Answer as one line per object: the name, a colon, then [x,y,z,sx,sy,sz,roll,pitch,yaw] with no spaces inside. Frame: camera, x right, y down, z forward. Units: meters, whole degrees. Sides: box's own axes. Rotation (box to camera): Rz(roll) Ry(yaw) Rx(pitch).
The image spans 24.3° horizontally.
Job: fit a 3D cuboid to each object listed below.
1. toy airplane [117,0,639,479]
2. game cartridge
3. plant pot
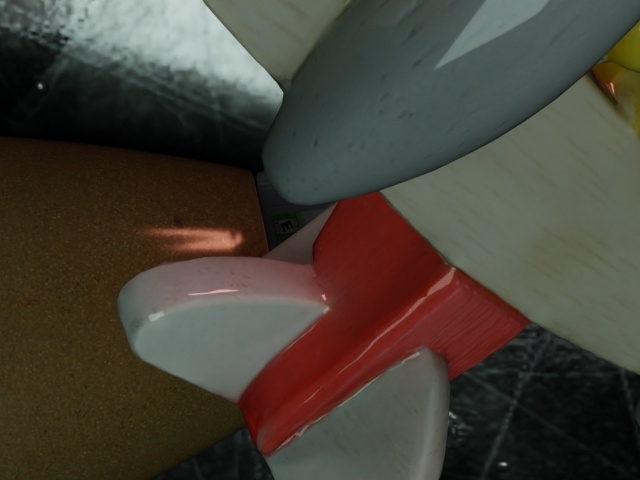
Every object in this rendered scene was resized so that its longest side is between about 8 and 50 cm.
toy airplane: [0.116,-0.019,0.576,0.272,0.386,0.384,37,137,38]
game cartridge: [0.000,0.000,0.791,0.056,0.017,0.083,-9,109,7]
plant pot: [-0.148,0.046,0.734,0.254,0.237,0.237,-9,109,-4]
